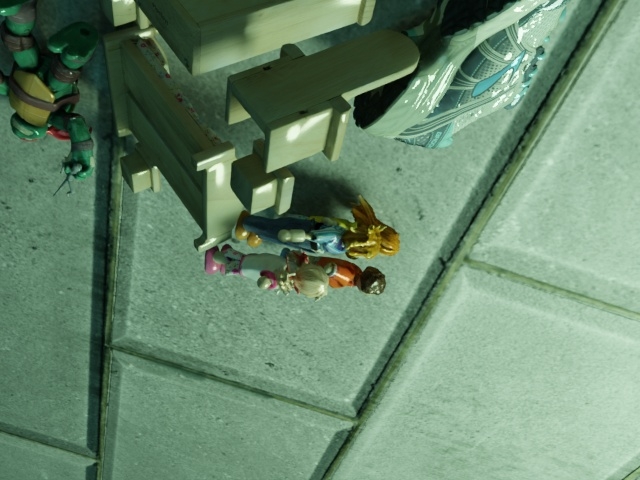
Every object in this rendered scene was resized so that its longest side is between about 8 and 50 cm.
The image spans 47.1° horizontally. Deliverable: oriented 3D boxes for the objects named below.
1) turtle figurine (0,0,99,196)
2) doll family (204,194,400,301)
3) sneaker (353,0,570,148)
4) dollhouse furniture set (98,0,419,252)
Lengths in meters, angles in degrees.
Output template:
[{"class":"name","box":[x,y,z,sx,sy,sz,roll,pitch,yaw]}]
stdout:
[{"class":"turtle figurine","box":[-0.314,-0.156,0.793,0.175,0.118,0.234,20,139,-15]},{"class":"doll family","box":[0.000,0.000,0.830,0.163,0.118,0.263,10,-178,25]},{"class":"sneaker","box":[0.156,-0.185,0.669,0.122,0.110,0.283,19,142,-31]},{"class":"dollhouse furniture set","box":[-0.067,-0.109,0.723,0.303,0.174,0.355,52,153,25]}]
